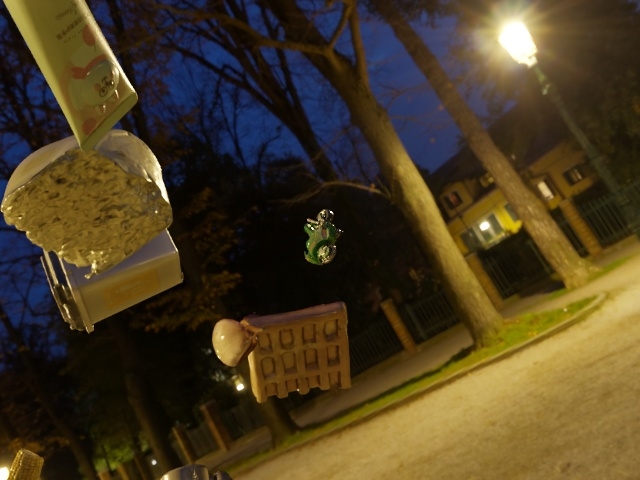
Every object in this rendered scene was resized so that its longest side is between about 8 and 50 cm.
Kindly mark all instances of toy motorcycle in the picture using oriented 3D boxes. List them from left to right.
[{"bbox_3d":[0.000,0.000,1.627,0.074,0.190,0.106,32,-55,-32],"label":"toy motorcycle"}]

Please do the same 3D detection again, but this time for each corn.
[{"bbox_3d":[-0.800,0.681,1.573,0.081,0.248,0.081,12,-20,4],"label":"corn"}]

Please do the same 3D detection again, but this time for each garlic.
[{"bbox_3d":[-0.224,0.267,1.561,0.115,0.128,0.206,-67,6,-19],"label":"garlic"}]

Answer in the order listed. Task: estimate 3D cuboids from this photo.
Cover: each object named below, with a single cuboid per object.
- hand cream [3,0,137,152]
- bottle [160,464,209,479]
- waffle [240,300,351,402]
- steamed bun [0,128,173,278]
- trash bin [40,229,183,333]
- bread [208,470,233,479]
[{"bbox_3d":[-0.370,-0.287,0.874,0.306,0.093,0.147,76,-145,-48],"label":"hand cream"},{"bbox_3d":[-0.285,0.631,1.334,0.110,0.233,0.110,-15,-30,-9],"label":"bottle"},{"bbox_3d":[-0.070,0.360,1.943,0.348,0.304,0.077,-9,21,-10],"label":"waffle"},{"bbox_3d":[-0.488,-0.113,1.237,0.290,0.273,0.272,-20,-31,5],"label":"steamed bun"},{"bbox_3d":[-0.634,0.068,1.831,0.368,0.296,0.256,-21,-33,-21],"label":"trash bin"},{"bbox_3d":[-0.231,0.748,1.463,0.102,0.337,0.183,-9,7,-16],"label":"bread"}]
